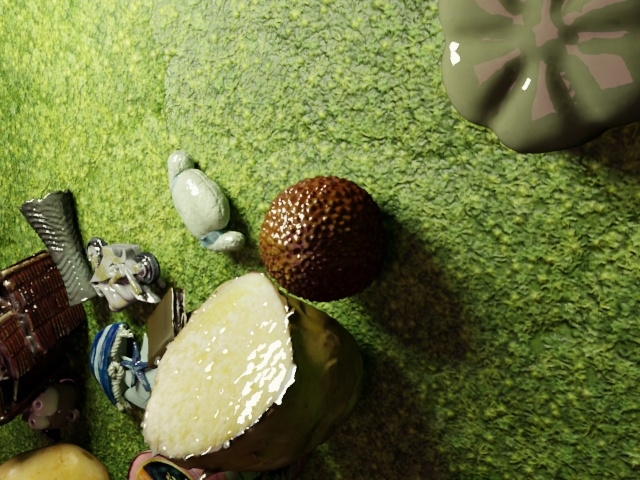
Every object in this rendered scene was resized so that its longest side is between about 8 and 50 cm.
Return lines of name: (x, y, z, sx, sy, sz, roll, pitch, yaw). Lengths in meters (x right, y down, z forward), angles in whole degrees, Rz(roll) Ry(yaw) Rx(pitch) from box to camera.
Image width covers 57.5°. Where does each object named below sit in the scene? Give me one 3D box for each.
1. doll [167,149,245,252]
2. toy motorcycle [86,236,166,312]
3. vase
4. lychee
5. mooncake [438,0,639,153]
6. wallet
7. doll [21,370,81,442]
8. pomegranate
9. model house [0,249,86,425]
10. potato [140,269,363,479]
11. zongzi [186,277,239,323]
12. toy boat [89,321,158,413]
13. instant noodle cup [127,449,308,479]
doll: (-0.208, -0.061, 1.010, 0.214, 0.072, 0.103, 52, 123, 15)
toy motorcycle: (-0.399, 0.079, 1.175, 0.225, 0.073, 0.152, 12, 108, 34)
vase: (-0.541, 0.019, 1.241, 0.115, 0.115, 0.237, -18, 97, 36)
lychee: (0.004, -0.002, 0.825, 0.195, 0.194, 0.194, 10, 108, 31)
mooncake: (0.251, -0.226, 0.627, 0.275, 0.135, 0.274, 12, 113, 29)
wallet: (-0.290, 0.166, 1.096, 0.198, 0.031, 0.110, -42, 49, 52)
doll: (-0.677, 0.366, 1.411, 0.257, 0.117, 0.182, 26, 101, 29)
pomegranate: (-0.645, 0.629, 1.361, 0.338, 0.338, 0.338, 10, 108, 31)
model house: (-0.690, 0.171, 1.264, 0.297, 0.317, 0.282, 23, 116, 9)
potato: (-0.074, 0.232, 0.883, 0.289, 0.300, 0.237, -28, 129, 15)
zongzi: (-0.193, 0.129, 1.051, 0.197, 0.099, 0.194, 42, 114, 40)
toy boat: (-0.370, 0.266, 1.217, 0.292, 0.070, 0.210, -10, 102, 31)
instant noodle cup: (-0.154, 0.398, 0.990, 0.244, 0.255, 0.243, 11, 109, 32)
